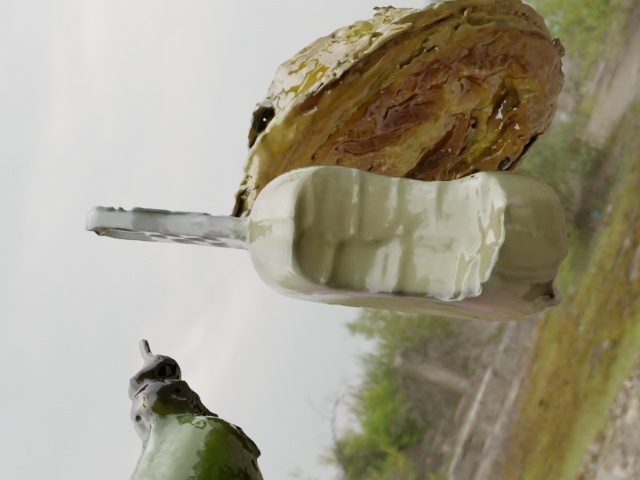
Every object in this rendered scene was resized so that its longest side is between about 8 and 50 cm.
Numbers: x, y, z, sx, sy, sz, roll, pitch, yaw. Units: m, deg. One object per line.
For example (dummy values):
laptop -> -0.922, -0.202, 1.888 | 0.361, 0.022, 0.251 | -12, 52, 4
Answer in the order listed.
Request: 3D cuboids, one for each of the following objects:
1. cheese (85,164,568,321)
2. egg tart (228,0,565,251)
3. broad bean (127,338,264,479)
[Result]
cheese -> 0.000, 0.000, 0.653 | 0.163, 0.287, 0.082 | 64, -150, -80
egg tart -> 0.042, -0.090, 0.834 | 0.297, 0.132, 0.297 | -26, -26, -14
broad bean -> -0.025, 0.176, 0.334 | 0.061, 0.077, 0.339 | -36, 58, 37
